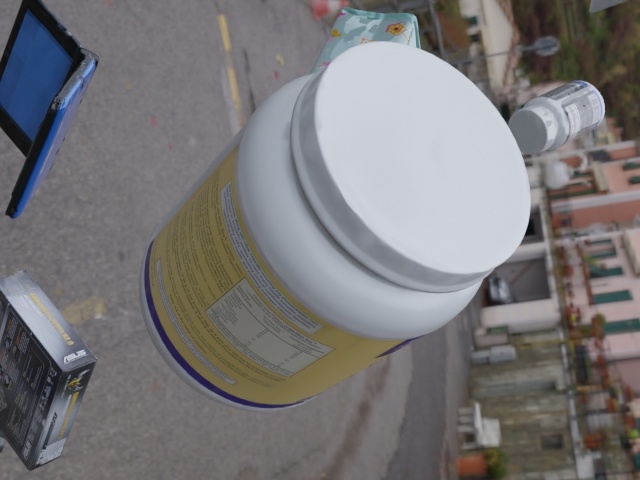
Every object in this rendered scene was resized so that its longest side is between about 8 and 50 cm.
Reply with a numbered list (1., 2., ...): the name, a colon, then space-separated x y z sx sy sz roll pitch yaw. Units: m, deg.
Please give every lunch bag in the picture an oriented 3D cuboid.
1. lunch bag: 0.071 -0.198 1.428 0.262 0.160 0.223 77 31 -55

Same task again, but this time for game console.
1. game console: -0.521 -0.232 1.570 0.293 0.173 0.250 -53 -165 38

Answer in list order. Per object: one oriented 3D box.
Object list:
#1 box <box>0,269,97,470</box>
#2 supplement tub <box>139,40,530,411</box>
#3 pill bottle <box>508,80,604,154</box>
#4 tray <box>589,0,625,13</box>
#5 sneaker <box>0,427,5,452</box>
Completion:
1. box: -0.416 0.187 1.281 0.056 0.183 0.231 -18 145 -47
2. supplement tub: 0.000 0.000 0.811 0.241 0.331 0.241 15 58 -26
3. pill bottle: 0.329 -0.171 1.265 0.137 0.078 0.078 -26 111 -36
4. tray: 0.499 -0.433 1.337 0.145 0.030 0.270 -62 -163 -9
5. sneaker: -0.486 0.249 1.202 0.089 0.170 0.051 12 103 -54
